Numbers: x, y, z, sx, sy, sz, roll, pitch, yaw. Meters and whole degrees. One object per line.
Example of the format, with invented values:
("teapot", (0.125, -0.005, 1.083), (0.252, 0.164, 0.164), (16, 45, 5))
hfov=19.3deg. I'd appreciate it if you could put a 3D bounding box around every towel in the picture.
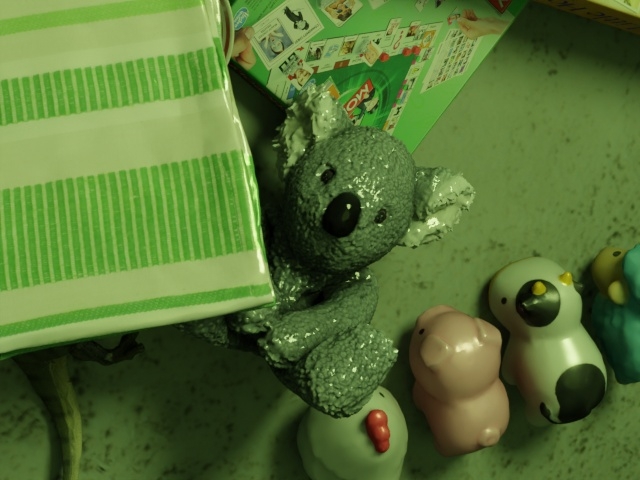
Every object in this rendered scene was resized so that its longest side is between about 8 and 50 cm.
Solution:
("towel", (-0.177, -0.087, 1.408), (0.248, 0.038, 0.325), (-11, 82, -8))

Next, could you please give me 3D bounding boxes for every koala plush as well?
("koala plush", (0.000, 0.000, 1.514), (0.196, 0.203, 0.221), (30, 92, 2))

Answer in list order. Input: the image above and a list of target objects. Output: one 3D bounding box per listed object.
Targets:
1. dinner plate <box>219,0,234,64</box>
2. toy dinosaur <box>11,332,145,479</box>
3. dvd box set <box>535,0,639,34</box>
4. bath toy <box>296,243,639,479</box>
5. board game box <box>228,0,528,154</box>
("dinner plate", (-0.138, -0.168, 1.491), (0.141, 0.017, 0.141), (1, 109, 3))
("toy dinosaur", (-0.213, 0.068, 1.513), (0.118, 0.064, 0.268), (-26, 113, -1))
("dvd box set", (0.212, -0.347, 1.559), (0.420, 0.062, 0.307), (12, 85, -30))
("bath toy", (0.140, 0.112, 1.645), (0.348, 0.129, 0.151), (-23, 77, -19))
("board game box", (0.068, -0.230, 1.576), (0.213, 0.046, 0.317), (40, 84, -27))
